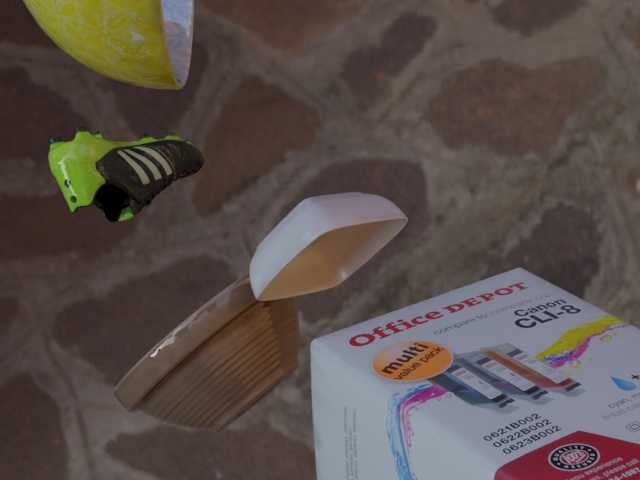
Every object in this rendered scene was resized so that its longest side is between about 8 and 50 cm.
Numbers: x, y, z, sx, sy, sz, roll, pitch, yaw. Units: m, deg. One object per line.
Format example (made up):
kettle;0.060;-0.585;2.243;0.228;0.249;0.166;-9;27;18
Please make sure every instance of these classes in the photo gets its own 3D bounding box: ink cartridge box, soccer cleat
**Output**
ink cartridge box;0.093;0.110;0.608;0.128;0.127;0.176;-17;26;-28
soccer cleat;-0.157;-0.052;1.165;0.060;0.179;0.072;-21;81;31

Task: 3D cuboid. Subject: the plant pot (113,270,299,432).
plant pot;-0.101;0.132;1.539;0.237;0.237;0.109;-39;84;-12

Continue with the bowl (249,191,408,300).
bowl;0.000;0.000;1.414;0.142;0.142;0.053;-45;67;37

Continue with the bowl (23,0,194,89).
bowl;-0.196;-0.266;1.154;0.156;0.289;0.289;-2;56;2
